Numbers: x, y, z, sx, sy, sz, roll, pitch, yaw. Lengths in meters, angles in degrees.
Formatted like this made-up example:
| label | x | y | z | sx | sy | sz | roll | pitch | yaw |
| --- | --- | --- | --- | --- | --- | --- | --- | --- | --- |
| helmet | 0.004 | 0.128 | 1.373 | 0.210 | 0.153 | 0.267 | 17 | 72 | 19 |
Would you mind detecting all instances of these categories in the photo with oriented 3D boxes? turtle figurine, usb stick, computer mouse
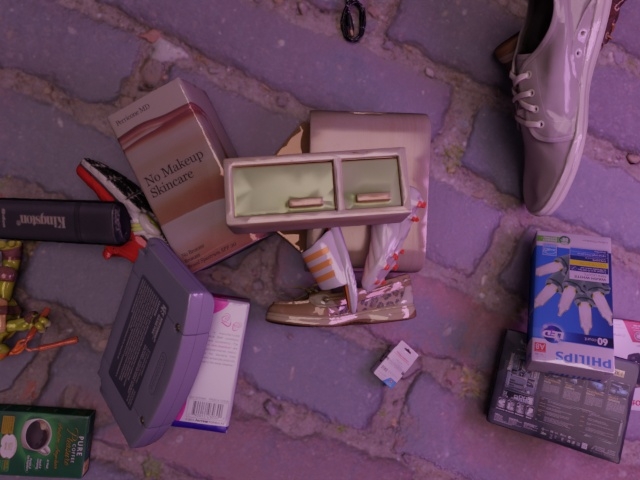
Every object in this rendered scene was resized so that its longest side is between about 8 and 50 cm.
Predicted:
| label | x | y | z | sx | sy | sz | roll | pitch | yaw |
| --- | --- | --- | --- | --- | --- | --- | --- | --- | --- |
| turtle figurine | -0.546 | 0.113 | 0.865 | 0.269 | 0.087 | 0.217 | -8 | 82 | 1 |
| usb stick | -0.446 | -0.033 | 0.854 | 0.278 | 0.045 | 0.077 | 3 | 107 | 15 |
| computer mouse | 0.040 | -0.510 | 0.990 | 0.071 | 0.041 | 0.242 | -18 | 90 | -9 |

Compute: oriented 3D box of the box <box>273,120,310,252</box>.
| label | x | y | z | sx | sy | sz | roll | pitch | yaw |
| --- | --- | --- | --- | --- | --- | --- | --- | --- | --- |
| box | -0.035 | -0.102 | 0.971 | 0.164 | 0.021 | 0.201 | 40 | 82 | -6 |

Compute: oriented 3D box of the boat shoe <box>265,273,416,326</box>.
| label | x | y | z | sx | sy | sz | roll | pitch | yaw |
| --- | --- | --- | --- | --- | --- | --- | --- | --- | --- |
| boat shoe | 0.038 | 0.113 | 0.938 | 0.285 | 0.104 | 0.089 | -1 | 83 | -18 |

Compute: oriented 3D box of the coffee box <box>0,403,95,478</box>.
| label | x | y | z | sx | sy | sz | roll | pitch | yaw |
| --- | --- | --- | --- | --- | --- | --- | --- | --- | --- |
| coffee box | -0.497 | 0.350 | 0.883 | 0.184 | 0.040 | 0.113 | 5 | 87 | -7 |

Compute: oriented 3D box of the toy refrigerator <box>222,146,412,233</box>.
| label | x | y | z | sx | sy | sz | roll | pitch | yaw |
| --- | --- | --- | --- | --- | --- | --- | --- | --- | --- |
| toy refrigerator | -0.006 | -0.074 | 0.766 | 0.269 | 0.094 | 0.102 | -3 | 82 | -2 |

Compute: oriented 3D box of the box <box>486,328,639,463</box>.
| label | x | y | z | sx | sy | sz | roll | pitch | yaw |
| --- | --- | --- | --- | --- | --- | --- | --- | --- | --- |
| box | 0.450 | 0.284 | 0.952 | 0.232 | 0.059 | 0.183 | 12 | 86 | 20 |

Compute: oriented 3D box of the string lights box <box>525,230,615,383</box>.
| label | x | y | z | sx | sy | sz | roll | pitch | yaw |
| --- | --- | --- | --- | --- | --- | --- | --- | --- | --- |
| string lights box | 0.458 | 0.117 | 0.933 | 0.133 | 0.077 | 0.260 | 6 | 62 | 16 |

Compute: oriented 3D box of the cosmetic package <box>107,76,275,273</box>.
| label | x | y | z | sx | sy | sz | roll | pitch | yaw |
| --- | --- | --- | --- | --- | --- | --- | --- | --- | --- |
| cosmetic package | -0.218 | -0.106 | 0.881 | 0.153 | 0.129 | 0.296 | -28 | 90 | 9 |

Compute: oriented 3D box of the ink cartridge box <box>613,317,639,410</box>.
| label | x | y | z | sx | sy | sz | roll | pitch | yaw |
| --- | --- | --- | --- | --- | --- | --- | --- | --- | --- |
| ink cartridge box | 0.576 | 0.242 | 1.008 | 0.127 | 0.072 | 0.175 | 6 | 87 | -7 |

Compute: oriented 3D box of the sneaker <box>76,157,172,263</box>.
| label | x | y | z | sx | sy | sz | roll | pitch | yaw |
| --- | --- | --- | --- | --- | --- | --- | --- | --- | --- |
| sneaker | -0.349 | -0.023 | 0.891 | 0.118 | 0.107 | 0.279 | -39 | 90 | 4 |

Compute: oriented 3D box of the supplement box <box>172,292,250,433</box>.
| label | x | y | z | sx | sy | sz | roll | pitch | yaw |
| --- | --- | --- | --- | --- | --- | --- | --- | --- | --- |
| supplement box | -0.196 | 0.206 | 0.892 | 0.111 | 0.114 | 0.220 | 10 | 88 | -6 |

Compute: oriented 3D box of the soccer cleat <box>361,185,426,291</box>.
| label | x | y | z | sx | sy | sz | roll | pitch | yaw |
| --- | --- | --- | --- | --- | --- | --- | --- | --- | --- |
| soccer cleat | 0.112 | -0.006 | 0.879 | 0.076 | 0.068 | 0.196 | 28 | 98 | 24 |

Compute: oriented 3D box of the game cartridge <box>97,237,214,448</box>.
| label | x | y | z | sx | sy | sz | roll | pitch | yaw |
| --- | --- | --- | --- | --- | --- | --- | --- | --- | --- |
| game cartridge | -0.269 | 0.170 | 0.813 | 0.198 | 0.062 | 0.297 | 37 | 110 | 34 |

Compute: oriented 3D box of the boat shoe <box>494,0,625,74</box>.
| label | x | y | z | sx | sy | sz | roll | pitch | yaw |
| --- | --- | --- | --- | --- | --- | --- | --- | --- | --- |
| boat shoe | 0.521 | -0.424 | 1.014 | 0.342 | 0.123 | 0.123 | -33 | 99 | -3 |

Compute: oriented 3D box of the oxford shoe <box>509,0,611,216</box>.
| label | x | y | z | sx | sy | sz | roll | pitch | yaw |
| --- | --- | --- | --- | --- | --- | --- | --- | --- | --- |
| oxford shoe | 0.411 | -0.265 | 0.931 | 0.130 | 0.169 | 0.449 | -1 | 110 | -4 |

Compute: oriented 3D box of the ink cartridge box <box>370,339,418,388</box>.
| label | x | y | z | sx | sy | sz | roll | pitch | yaw |
| --- | --- | --- | --- | --- | --- | --- | --- | --- | --- |
| ink cartridge box | 0.143 | 0.236 | 0.975 | 0.048 | 0.028 | 0.083 | 43 | 83 | -4 |

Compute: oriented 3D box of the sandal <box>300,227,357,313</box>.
| label | x | y | z | sx | sy | sz | roll | pitch | yaw |
| --- | --- | --- | --- | --- | --- | --- | --- | --- | --- |
| sandal | 0.000 | 0.000 | 0.855 | 0.076 | 0.102 | 0.265 | -16 | 85 | -2 |

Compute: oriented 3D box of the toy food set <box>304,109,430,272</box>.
| label | x | y | z | sx | sy | sz | roll | pitch | yaw |
| --- | --- | --- | --- | --- | --- | --- | --- | --- | --- |
| toy food set | 0.083 | -0.091 | 0.947 | 0.219 | 0.092 | 0.306 | 1 | 92 | -4 |
